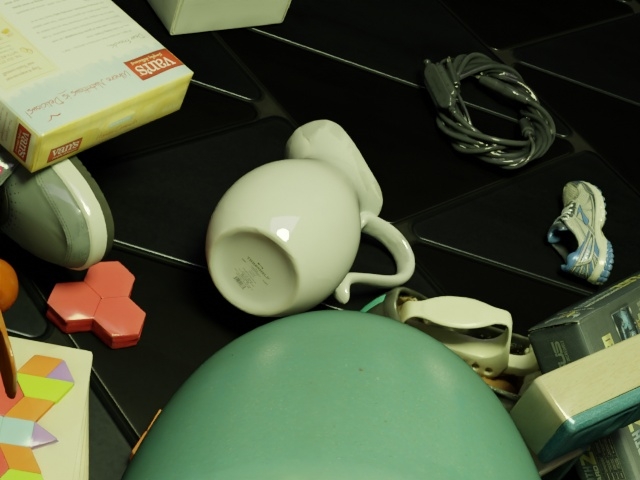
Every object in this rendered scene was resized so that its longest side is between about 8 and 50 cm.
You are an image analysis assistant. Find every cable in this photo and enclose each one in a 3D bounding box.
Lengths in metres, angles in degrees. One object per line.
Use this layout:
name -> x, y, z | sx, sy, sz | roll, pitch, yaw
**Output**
cable -> 0.199, -0.145, 1.229 | 0.150, 0.047, 0.184 | 3, 46, -30

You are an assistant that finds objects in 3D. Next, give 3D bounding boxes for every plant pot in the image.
plant pot -> 0.008, 0.183, 0.665 | 0.293, 0.293, 0.235 | 20, 29, -7

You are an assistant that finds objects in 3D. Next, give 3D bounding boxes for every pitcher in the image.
pitcher -> 0.000, 0.000, 0.950 | 0.178, 0.125, 0.207 | 45, 33, -3

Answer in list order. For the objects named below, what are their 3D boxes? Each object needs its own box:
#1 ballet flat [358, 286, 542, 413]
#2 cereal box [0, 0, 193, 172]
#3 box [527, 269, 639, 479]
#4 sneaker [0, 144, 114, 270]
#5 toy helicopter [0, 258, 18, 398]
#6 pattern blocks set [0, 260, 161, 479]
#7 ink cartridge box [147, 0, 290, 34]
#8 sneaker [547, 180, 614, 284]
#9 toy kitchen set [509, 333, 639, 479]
ballet flat -> 0.164, 0.110, 0.927 | 0.280, 0.096, 0.095 | 17, 42, -10
cereal box -> -0.247, -0.170, 0.876 | 0.240, 0.047, 0.173 | 42, 42, 14
box -> 0.283, 0.151, 0.895 | 0.183, 0.059, 0.233 | -21, 90, -41
sneaker -> -0.318, -0.050, 0.828 | 0.295, 0.124, 0.178 | 34, 39, 17
toy helicopter -> -0.262, 0.103, 0.681 | 0.235, 0.140, 0.355 | -38, 83, -33
pattern blocks set -> -0.234, 0.140, 0.762 | 0.285, 0.026, 0.325 | 0, 50, -25
ink cartridge box -> -0.141, -0.338, 1.209 | 0.154, 0.093, 0.212 | -16, 56, -34
sneaker -> 0.269, -0.016, 1.130 | 0.058, 0.052, 0.135 | 9, 46, -12
toy kitchen set -> 0.207, 0.199, 0.776 | 0.122, 0.207, 0.166 | -17, 59, -29
